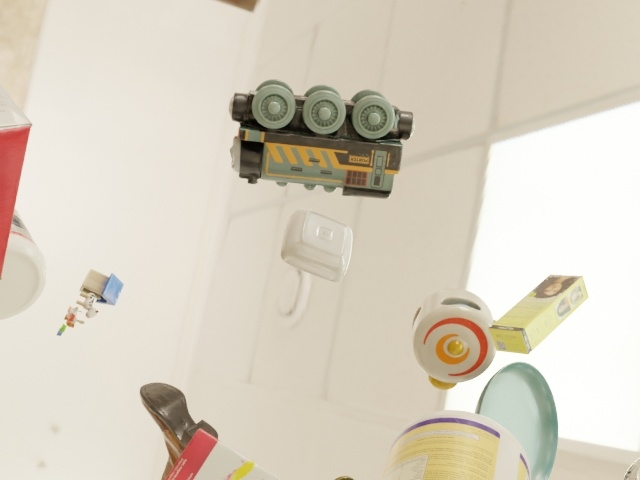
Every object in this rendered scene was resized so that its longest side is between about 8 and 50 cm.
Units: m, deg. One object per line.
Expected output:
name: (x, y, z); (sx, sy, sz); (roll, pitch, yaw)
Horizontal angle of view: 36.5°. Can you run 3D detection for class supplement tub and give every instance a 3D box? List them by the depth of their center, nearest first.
supplement tub: (0.197, 0.452, 1.515); (0.241, 0.241, 0.331); (-62, 179, 33)
supplement tub: (-0.683, 0.022, 1.974); (0.272, 0.191, 0.191); (43, -62, 48)

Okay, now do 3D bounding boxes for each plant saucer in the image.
plant saucer: (0.431, 0.430, 2.173); (0.044, 0.317, 0.317); (-4, -109, 45)

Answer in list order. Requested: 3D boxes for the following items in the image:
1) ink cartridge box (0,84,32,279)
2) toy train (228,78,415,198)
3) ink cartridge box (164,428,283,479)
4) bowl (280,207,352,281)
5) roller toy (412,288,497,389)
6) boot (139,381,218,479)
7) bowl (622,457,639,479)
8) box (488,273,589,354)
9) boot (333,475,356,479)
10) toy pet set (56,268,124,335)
ink cartridge box: (-0.531, -0.078, 1.413); (0.272, 0.130, 0.309); (47, -48, 26)
toy train: (-0.001, -0.180, 1.734); (0.142, 0.334, 0.190); (-104, -160, -75)
ink cartridge box: (-0.147, 0.406, 1.528); (0.127, 0.176, 0.128); (-57, 168, -22)
bowl: (0.000, 0.000, 1.918); (0.053, 0.142, 0.142); (124, -17, -44)
roller toy: (0.300, 0.219, 2.192); (0.209, 0.191, 0.146); (-36, -168, 15)
boot: (-0.340, 0.495, 2.236); (0.264, 0.096, 0.280); (31, -56, 28)
bowl: (0.592, 0.426, 1.680); (0.170, 0.080, 0.170); (-20, -140, 18)
box: (0.449, 0.147, 1.984); (0.087, 0.232, 0.058); (0, -62, 49)
boot: (0.030, 0.575, 2.060); (0.269, 0.089, 0.236); (-164, -122, -71)
toy pet set: (-0.388, 0.113, 1.651); (0.122, 0.065, 0.114); (-34, -148, 61)
